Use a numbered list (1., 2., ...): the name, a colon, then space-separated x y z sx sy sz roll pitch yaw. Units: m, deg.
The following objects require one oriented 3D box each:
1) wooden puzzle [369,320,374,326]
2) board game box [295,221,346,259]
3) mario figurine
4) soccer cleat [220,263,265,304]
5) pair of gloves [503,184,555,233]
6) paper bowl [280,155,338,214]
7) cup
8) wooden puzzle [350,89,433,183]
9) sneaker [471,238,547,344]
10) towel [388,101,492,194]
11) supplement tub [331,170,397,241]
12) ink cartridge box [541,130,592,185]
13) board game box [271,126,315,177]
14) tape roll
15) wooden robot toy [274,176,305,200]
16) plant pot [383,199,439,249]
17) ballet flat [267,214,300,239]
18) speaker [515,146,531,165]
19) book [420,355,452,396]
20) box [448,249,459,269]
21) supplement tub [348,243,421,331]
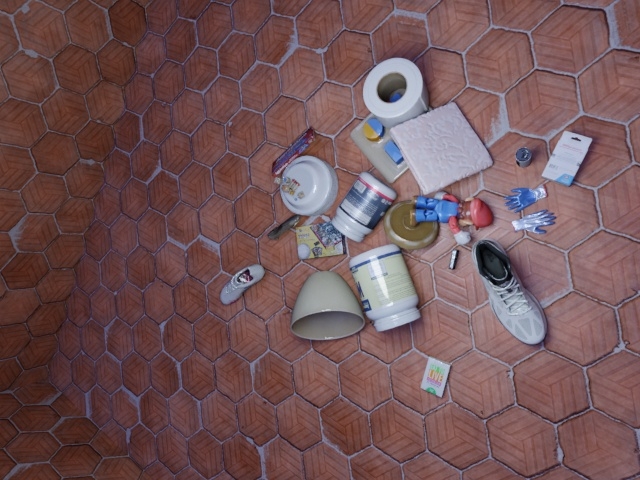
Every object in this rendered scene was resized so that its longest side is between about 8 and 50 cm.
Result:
1. wooden puzzle: 0.266 0.384 1.928 0.083 0.006 0.049 45 108 20
2. board game box: 0.000 0.000 2.046 0.243 0.042 0.165 -8 86 26
3. mario figurine: 0.533 -0.096 1.734 0.320 0.170 0.198 8 102 17
4. soccer cleat: -0.437 0.226 2.206 0.331 0.143 0.116 -39 73 21
5. pair of gloves: 0.817 -0.117 1.651 0.159 0.023 0.198 -17 81 26
6. paper bowl: -0.068 -0.263 2.027 0.284 0.148 0.285 0 90 28
7. cup: 0.023 0.279 1.908 0.331 0.331 0.237 -23 54 25
8. wooden puzzle: 0.333 -0.479 1.865 0.348 0.080 0.322 -43 72 20
9. sneaker: 0.688 0.200 1.580 0.169 0.257 0.448 -31 76 23
10. towel: 0.483 -0.374 1.704 0.331 0.053 0.317 -25 77 -14
11. supplement tub: 0.191 -0.149 1.870 0.191 0.191 0.272 41 107 21
12. ink cartridge box: 0.920 -0.304 1.579 0.104 0.060 0.180 28 102 25
13. board game box: -0.135 -0.436 2.077 0.281 0.145 0.027 -39 116 21
14. tape roll: 0.315 -0.602 1.753 0.246 0.169 0.246 -2 85 24
15. wooden robot toy: -0.151 -0.250 1.942 0.173 0.079 0.076 41 107 21
16. plant pot: 0.386 -0.074 1.790 0.236 0.032 0.237 0 65 1
17. ballet flat: -0.177 -0.058 2.098 0.249 0.084 0.058 -30 103 41
18. speaker: 0.775 -0.316 1.610 0.055 0.136 0.055 0 90 26
19. book: 0.493 0.579 1.801 0.096 0.035 0.144 17 98 30
20. box: 0.554 0.079 1.754 0.018 0.067 0.083 14 95 26
21. supplement tub: 0.276 0.200 1.797 0.235 0.235 0.325 -24 79 24
